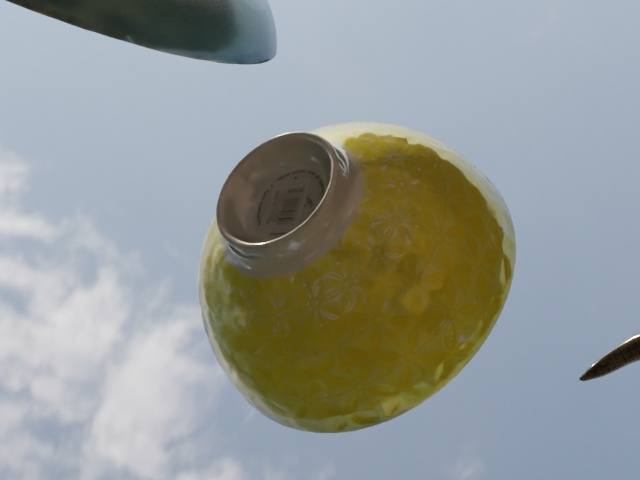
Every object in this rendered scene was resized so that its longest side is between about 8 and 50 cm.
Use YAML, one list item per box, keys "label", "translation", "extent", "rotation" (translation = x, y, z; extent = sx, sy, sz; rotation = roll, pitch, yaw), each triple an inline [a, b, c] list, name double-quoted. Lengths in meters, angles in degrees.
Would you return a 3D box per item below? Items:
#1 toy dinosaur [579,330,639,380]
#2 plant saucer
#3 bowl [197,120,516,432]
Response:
- label: "toy dinosaur"
  translation: [0.256, -0.006, 0.613]
  extent: [0.314, 0.121, 0.160]
  rotation: [-31, -127, 10]
- label: "plant saucer"
  translation: [-0.167, -0.197, 0.841]
  extent: [0.318, 0.043, 0.317]
  rotation: [22, -162, -8]
- label: "bowl"
  translation: [0.000, 0.000, 1.117]
  extent: [0.290, 0.156, 0.289]
  rotation: [-19, -131, 23]
